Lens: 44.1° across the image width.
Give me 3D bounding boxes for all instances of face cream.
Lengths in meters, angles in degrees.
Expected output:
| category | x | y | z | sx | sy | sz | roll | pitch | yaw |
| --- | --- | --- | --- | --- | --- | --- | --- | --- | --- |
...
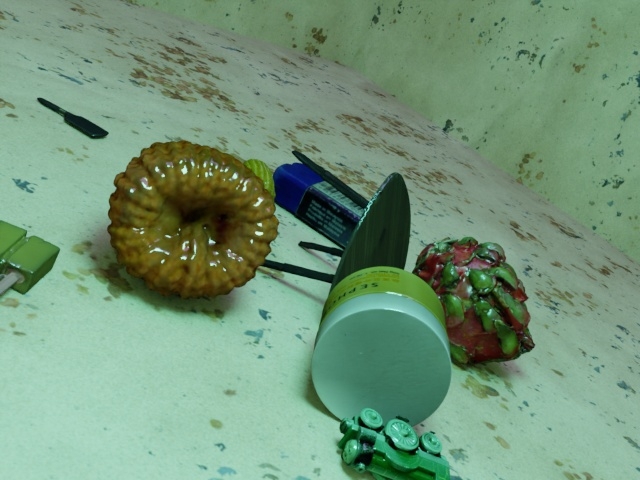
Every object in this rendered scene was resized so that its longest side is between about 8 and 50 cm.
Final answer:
| category | x | y | z | sx | sy | sz | roll | pitch | yaw |
| --- | --- | --- | --- | --- | --- | --- | --- | --- | --- |
| face cream | 0.100 | 0.172 | 1.294 | 0.218 | 0.218 | 0.179 | 25 | 20 | -4 |

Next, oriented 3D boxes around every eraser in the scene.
| category | x | y | z | sx | sy | sz | roll | pitch | yaw |
| --- | --- | --- | --- | --- | --- | --- | --- | --- | --- |
| eraser | 0.031 | -0.074 | 1.957 | 0.332 | 0.101 | 0.155 | 33 | 23 | 18 |

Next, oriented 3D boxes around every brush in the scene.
| category | x | y | z | sx | sy | sz | roll | pitch | yaw |
| --- | --- | --- | --- | --- | --- | --- | --- | --- | --- |
| brush | -0.584 | -0.288 | 1.849 | 0.193 | 0.016 | 0.063 | 32 | 21 | 12 |
| brush | -0.475 | 0.049 | 1.149 | 0.103 | 0.047 | 0.233 | 25 | 22 | -5 |

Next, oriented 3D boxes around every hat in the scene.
| category | x | y | z | sx | sy | sz | roll | pitch | yaw |
| --- | --- | --- | --- | --- | --- | --- | --- | --- | --- |
| hat | -0.256 | -0.034 | 1.440 | 0.285 | 0.285 | 0.400 | 19 | -5 | -18 |

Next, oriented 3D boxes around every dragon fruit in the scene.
| category | x | y | z | sx | sy | sz | roll | pitch | yaw |
| --- | --- | --- | --- | --- | --- | --- | --- | --- | --- |
| dragon fruit | 0.316 | 0.129 | 1.637 | 0.303 | 0.237 | 0.231 | 50 | 35 | 6 |

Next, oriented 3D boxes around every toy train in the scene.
| category | x | y | z | sx | sy | sz | roll | pitch | yaw |
| --- | --- | --- | --- | --- | --- | --- | --- | --- | --- |
| toy train | 0.109 | 0.320 | 1.174 | 0.178 | 0.071 | 0.104 | 24 | 32 | -11 |

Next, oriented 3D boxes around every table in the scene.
| category | x | y | z | sx | sy | sz | roll | pitch | yaw |
| --- | --- | --- | --- | --- | --- | --- | --- | --- | --- |
| table | 0.000 | 0.000 | 1.611 | 0.249 | 0.317 | 0.317 | 22 | 17 | 27 |

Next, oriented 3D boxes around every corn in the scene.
| category | x | y | z | sx | sy | sz | roll | pitch | yaw |
| --- | --- | --- | --- | --- | --- | --- | --- | --- | --- |
| corn | -0.155 | -0.126 | 1.854 | 0.102 | 0.102 | 0.313 | 22 | 22 | -13 |
